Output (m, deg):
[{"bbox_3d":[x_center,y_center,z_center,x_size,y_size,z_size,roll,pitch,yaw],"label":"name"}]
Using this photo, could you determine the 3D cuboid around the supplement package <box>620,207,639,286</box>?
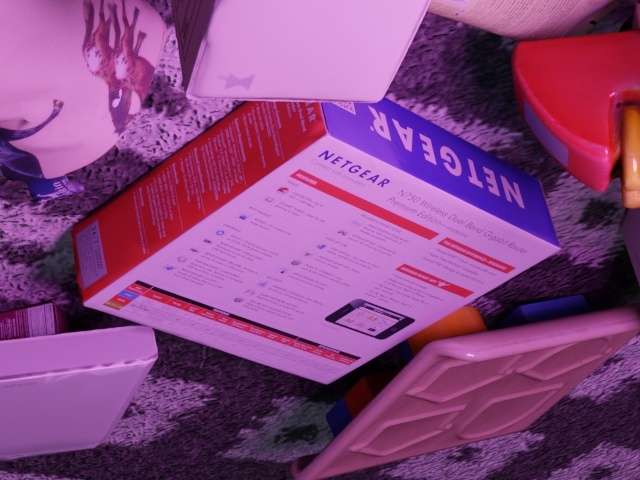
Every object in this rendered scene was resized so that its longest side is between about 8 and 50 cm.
[{"bbox_3d":[0.436,-0.007,1.586,0.244,0.139,0.134,-9,150,-8],"label":"supplement package"}]

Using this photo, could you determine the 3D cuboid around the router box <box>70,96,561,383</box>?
[{"bbox_3d":[0.000,0.000,1.493,0.301,0.082,0.335,-32,144,30],"label":"router box"}]

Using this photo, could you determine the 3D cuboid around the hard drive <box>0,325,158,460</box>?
[{"bbox_3d":[-0.289,0.160,1.625,0.203,0.040,0.307,-6,161,-19],"label":"hard drive"}]

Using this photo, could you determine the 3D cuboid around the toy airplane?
[{"bbox_3d":[0.366,-0.037,1.228,0.386,0.272,0.384,33,161,-31],"label":"toy airplane"}]

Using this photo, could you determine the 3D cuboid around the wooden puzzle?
[{"bbox_3d":[0.164,0.142,1.750,0.322,0.080,0.348,-7,156,-35],"label":"wooden puzzle"}]

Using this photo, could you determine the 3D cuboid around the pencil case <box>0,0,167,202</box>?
[{"bbox_3d":[-0.282,-0.170,1.037,0.183,0.160,0.410,-39,143,14],"label":"pencil case"}]

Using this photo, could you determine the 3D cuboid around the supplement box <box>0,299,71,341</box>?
[{"bbox_3d":[-0.286,0.095,1.583,0.083,0.043,0.055,-13,149,3],"label":"supplement box"}]

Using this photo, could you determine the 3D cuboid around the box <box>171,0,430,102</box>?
[{"bbox_3d":[-0.021,-0.216,0.983,0.127,0.232,0.148,0,148,-18],"label":"box"}]

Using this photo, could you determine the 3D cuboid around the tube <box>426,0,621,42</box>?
[{"bbox_3d":[0.139,-0.190,1.262,0.240,0.062,0.070,8,-178,-42],"label":"tube"}]
